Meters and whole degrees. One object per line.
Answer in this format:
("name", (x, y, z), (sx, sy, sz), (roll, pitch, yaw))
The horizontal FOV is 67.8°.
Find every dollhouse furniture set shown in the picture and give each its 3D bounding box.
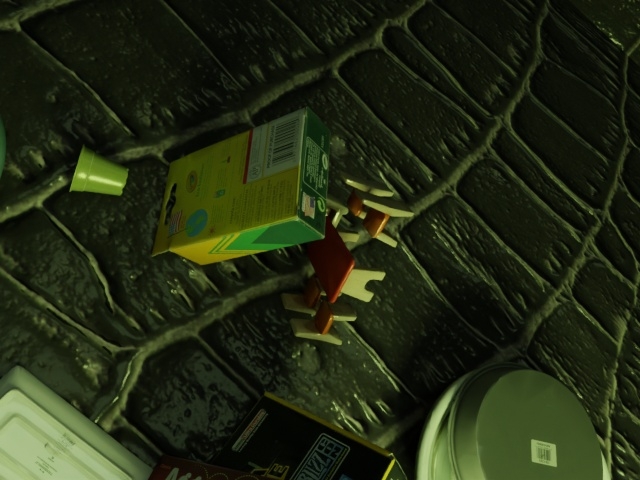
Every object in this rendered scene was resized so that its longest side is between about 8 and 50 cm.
("dollhouse furniture set", (0.000, 0.000, 0.819), (0.135, 0.262, 0.259), (15, 24, -26))

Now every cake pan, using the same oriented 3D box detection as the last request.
("cake pan", (0.350, 0.348, 0.792), (0.293, 0.054, 0.293), (8, 66, -18))

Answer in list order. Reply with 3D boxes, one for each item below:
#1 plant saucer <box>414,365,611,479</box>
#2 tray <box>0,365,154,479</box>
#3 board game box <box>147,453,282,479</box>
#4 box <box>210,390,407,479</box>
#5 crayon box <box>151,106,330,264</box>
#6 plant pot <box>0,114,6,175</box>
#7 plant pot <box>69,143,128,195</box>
("plant saucer", (0.324, 0.430, 0.834), (0.400, 0.100, 0.401), (8, 65, -17))
("tray", (-0.372, 0.308, 0.655), (0.270, 0.030, 0.145), (39, 59, -2))
("board game box", (-0.134, 0.361, 0.593), (0.027, 0.281, 0.145), (62, 37, -32))
("box", (-0.074, 0.383, 0.615), (0.322, 0.257, 0.079), (-49, 129, -30))
("crayon box", (-0.138, -0.078, 0.807), (0.081, 0.318, 0.202), (35, 52, -49))
("plant pot", (-0.579, -0.160, 0.664), (0.290, 0.290, 0.195), (14, 27, -15))
("plant pot", (-0.375, -0.111, 0.815), (0.079, 0.083, 0.083), (17, 62, -28))
